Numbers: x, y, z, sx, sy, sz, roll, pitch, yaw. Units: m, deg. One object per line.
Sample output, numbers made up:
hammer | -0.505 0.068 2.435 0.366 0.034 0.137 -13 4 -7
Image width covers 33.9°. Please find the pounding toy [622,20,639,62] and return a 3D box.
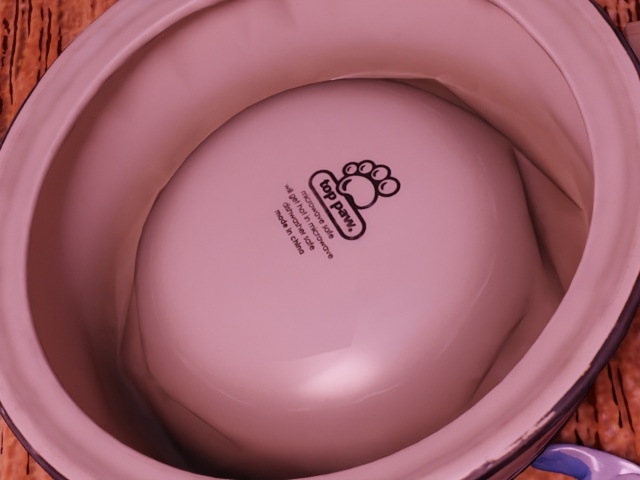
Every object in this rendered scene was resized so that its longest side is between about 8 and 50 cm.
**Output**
pounding toy | 0.235 -0.079 0.677 0.141 0.100 0.130 -5 66 2

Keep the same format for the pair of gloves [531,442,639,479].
pair of gloves | 0.174 0.203 0.584 0.159 0.023 0.198 -23 64 18

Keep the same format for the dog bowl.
dog bowl | 0.000 0.000 0.653 0.407 0.150 0.408 -8 60 14
